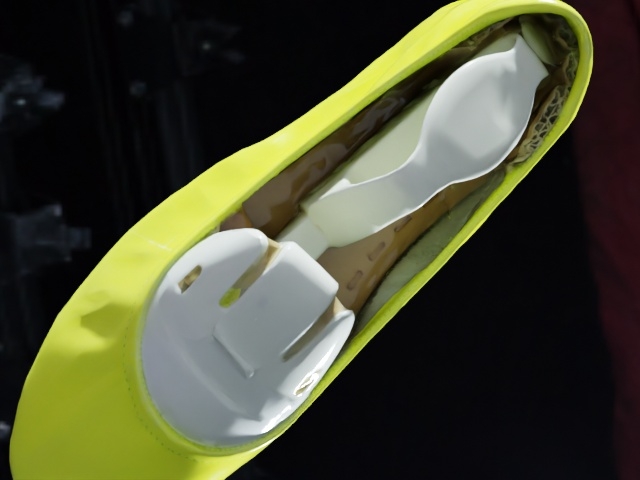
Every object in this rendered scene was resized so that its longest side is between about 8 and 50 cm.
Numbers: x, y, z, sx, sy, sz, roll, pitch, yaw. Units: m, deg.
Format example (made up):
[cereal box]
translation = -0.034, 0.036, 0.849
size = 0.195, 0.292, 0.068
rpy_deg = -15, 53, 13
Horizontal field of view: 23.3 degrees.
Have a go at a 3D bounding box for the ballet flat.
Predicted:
[ballet flat]
translation = 0.000, 0.000, 0.470
size = 0.231, 0.077, 0.077
rpy_deg = -43, -78, -18
